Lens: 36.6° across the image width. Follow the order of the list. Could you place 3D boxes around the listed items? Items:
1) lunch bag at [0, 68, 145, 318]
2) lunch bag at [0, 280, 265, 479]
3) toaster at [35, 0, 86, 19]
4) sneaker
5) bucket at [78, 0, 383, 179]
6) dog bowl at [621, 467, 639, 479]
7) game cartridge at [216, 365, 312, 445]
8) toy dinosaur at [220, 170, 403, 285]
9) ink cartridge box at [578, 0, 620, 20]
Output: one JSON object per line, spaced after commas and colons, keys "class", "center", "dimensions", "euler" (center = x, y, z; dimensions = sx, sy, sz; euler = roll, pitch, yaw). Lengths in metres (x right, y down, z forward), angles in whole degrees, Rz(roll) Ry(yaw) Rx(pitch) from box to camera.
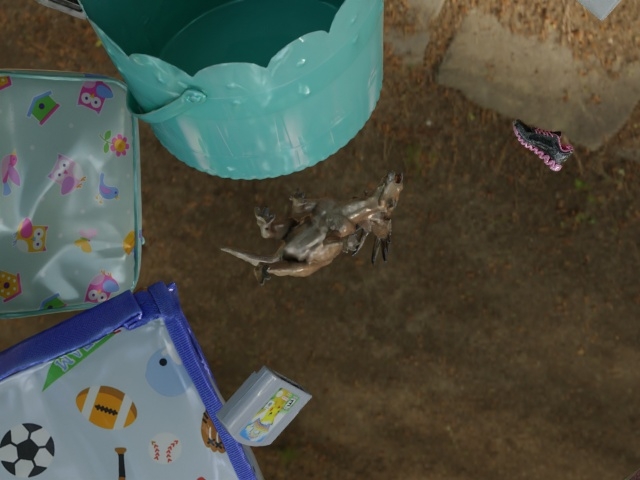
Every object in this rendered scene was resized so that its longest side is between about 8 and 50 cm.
{"class": "lunch bag", "center": [-0.309, -0.052, 1.094], "dimensions": [0.224, 0.107, 0.279], "euler": [-7, 103, -40]}
{"class": "lunch bag", "center": [-0.223, 0.253, 0.955], "dimensions": [0.327, 0.239, 0.386], "euler": [-27, 122, -9]}
{"class": "toaster", "center": [-0.331, -0.399, 1.274], "dimensions": [0.110, 0.185, 0.168], "euler": [43, 102, 12]}
{"class": "sneaker", "center": [0.375, -0.171, 1.626], "dimensions": [0.119, 0.047, 0.057], "euler": [36, 124, -16]}
{"class": "bucket", "center": [-0.069, -0.203, 0.875], "dimensions": [0.281, 0.281, 0.183], "euler": [-1, 148, 7]}
{"class": "dog bowl", "center": [0.533, 0.352, 1.071], "dimensions": [0.407, 0.408, 0.150], "euler": [15, 118, -9]}
{"class": "game cartridge", "center": [-0.040, 0.120, 0.686], "dimensions": [0.056, 0.017, 0.083], "euler": [-45, 152, 1]}
{"class": "toy dinosaur", "center": [0.000, 0.000, 1.524], "dimensions": [0.295, 0.127, 0.200], "euler": [-25, 164, 20]}
{"class": "ink cartridge box", "center": [0.513, -0.538, 1.650], "dimensions": [0.171, 0.233, 0.168], "euler": [41, 158, 5]}
